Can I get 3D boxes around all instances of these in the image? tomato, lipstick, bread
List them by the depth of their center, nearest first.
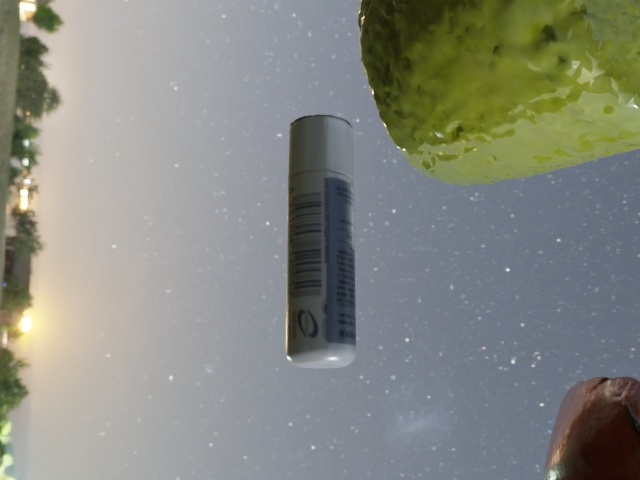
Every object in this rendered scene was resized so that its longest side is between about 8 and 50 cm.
[{"bbox_3d":[0.000,0.000,0.360,0.040,0.040,0.141,147,-53,-60],"label":"lipstick"},{"bbox_3d":[0.215,-0.235,0.649,0.308,0.348,0.348,-18,-108,57],"label":"bread"},{"bbox_3d":[0.449,0.374,0.986,0.309,0.170,0.309,32,-46,39],"label":"tomato"}]
